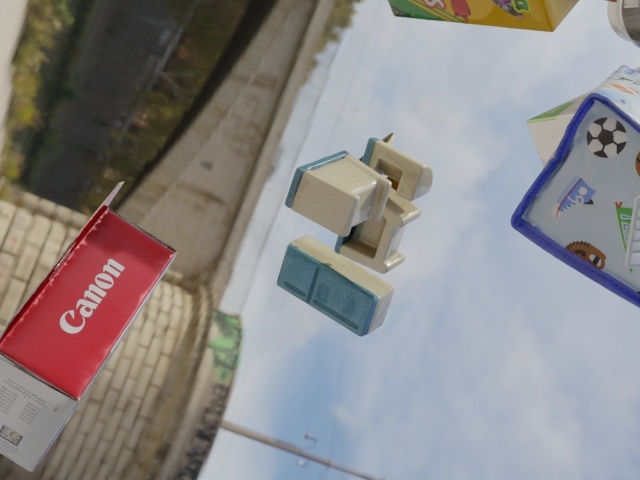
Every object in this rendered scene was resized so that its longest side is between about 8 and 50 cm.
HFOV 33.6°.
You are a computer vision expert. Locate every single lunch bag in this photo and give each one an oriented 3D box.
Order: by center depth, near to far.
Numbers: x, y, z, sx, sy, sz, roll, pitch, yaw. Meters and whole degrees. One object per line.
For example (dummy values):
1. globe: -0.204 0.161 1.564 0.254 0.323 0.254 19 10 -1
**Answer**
1. lunch bag: 0.474 -0.024 1.352 0.239 0.385 0.328 -63 169 26

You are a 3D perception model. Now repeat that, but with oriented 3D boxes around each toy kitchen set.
1. toy kitchen set: 0.000 0.000 1.049 0.166 0.122 0.207 -26 140 -51

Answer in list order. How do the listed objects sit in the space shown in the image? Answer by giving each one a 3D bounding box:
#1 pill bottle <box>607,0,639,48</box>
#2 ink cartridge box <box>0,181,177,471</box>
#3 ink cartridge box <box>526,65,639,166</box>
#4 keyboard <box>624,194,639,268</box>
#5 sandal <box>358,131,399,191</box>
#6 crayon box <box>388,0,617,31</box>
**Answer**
1. pill bottle: 0.650 -0.423 1.915 0.176 0.176 0.318 -66 -165 5
2. ink cartridge box: -0.332 0.112 1.446 0.272 0.130 0.309 -51 -171 43
3. ink cartridge box: 0.548 -0.223 1.748 0.353 0.119 0.207 -26 -171 -13
4. keyboard: 0.410 -0.014 1.040 0.014 0.256 0.072 -148 -122 -67
5. sandal: 0.090 -0.092 1.586 0.088 0.079 0.240 -38 -175 20
6. crayon box: 0.195 -0.370 1.321 0.318 0.202 0.081 17 -124 43
